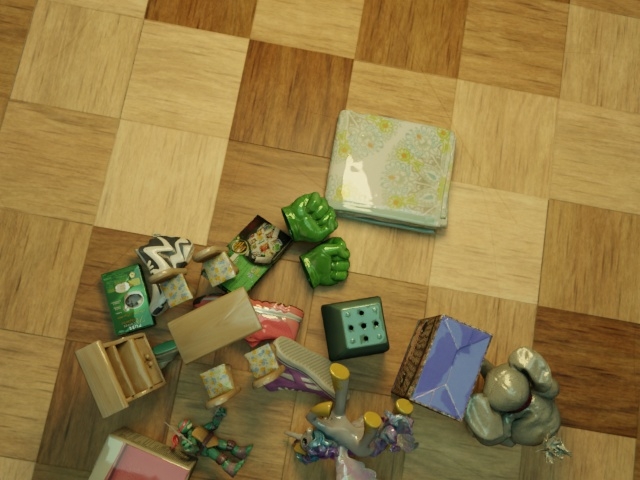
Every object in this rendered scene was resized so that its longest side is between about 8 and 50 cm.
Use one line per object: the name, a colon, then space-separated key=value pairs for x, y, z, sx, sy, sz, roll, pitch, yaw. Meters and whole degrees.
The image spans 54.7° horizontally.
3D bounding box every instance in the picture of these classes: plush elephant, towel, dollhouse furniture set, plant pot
plush elephant: x=0.494 y=0.409 z=1.621 sx=0.272 sy=0.330 sz=0.255 roll=-37 pitch=104 yaw=-2
towel: x=0.213 y=-0.203 z=1.848 sx=0.374 sy=0.090 sz=0.321 roll=11 pitch=77 yaw=-2
dollhouse furniture set: x=-0.349 y=0.254 z=1.535 sx=0.394 sy=0.256 sz=0.362 roll=-26 pitch=85 yaw=6
plant pot: x=0.102 y=0.238 z=1.686 sx=0.165 sy=0.234 sz=0.166 roll=-9 pitch=82 yaw=-5

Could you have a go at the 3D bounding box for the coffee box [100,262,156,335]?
coffee box: x=-0.543 y=0.168 z=1.753 sx=0.113 sy=0.040 sz=0.184 roll=-18 pitch=81 yaw=-6

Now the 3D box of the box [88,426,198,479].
box: x=-0.460 y=0.602 z=1.629 sx=0.232 sy=0.148 sz=0.127 roll=23 pitch=81 yaw=1

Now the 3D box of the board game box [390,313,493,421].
board game box: x=0.315 y=0.335 z=1.654 sx=0.141 sy=0.291 sz=0.232 roll=23 pitch=79 yaw=1

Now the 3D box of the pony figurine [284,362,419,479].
pony figurine: x=0.097 y=0.515 z=1.601 sx=0.351 sy=0.363 sz=0.303 roll=27 pitch=43 yaw=3

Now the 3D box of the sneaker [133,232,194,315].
sneaker: x=-0.469 y=0.084 z=1.747 sx=0.153 sy=0.094 sz=0.235 roll=21 pitch=79 yaw=1

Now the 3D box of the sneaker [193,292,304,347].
sneaker: x=-0.207 y=0.227 z=1.729 sx=0.313 sy=0.116 sz=0.136 roll=10 pitch=81 yaw=-2

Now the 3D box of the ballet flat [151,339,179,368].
ballet flat: x=-0.469 y=0.331 z=1.726 sx=0.213 sy=0.072 sz=0.068 roll=-15 pitch=109 yaw=-5

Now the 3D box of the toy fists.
toy fists: x=0.000 y=0.000 z=1.758 sx=0.142 sy=0.096 sz=0.279 roll=-24 pitch=104 yaw=-10

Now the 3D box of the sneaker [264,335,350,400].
sneaker: x=-0.059 y=0.387 z=1.733 sx=0.282 sy=0.102 sz=0.161 roll=37 pitch=118 yaw=-15

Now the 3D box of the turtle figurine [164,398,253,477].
turtle figurine: x=-0.304 y=0.532 z=1.673 sx=0.234 sy=0.118 sz=0.175 roll=34 pitch=39 yaw=1

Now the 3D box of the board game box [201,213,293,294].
board game box: x=-0.201 y=0.045 z=1.744 sx=0.136 sy=0.030 sz=0.260 roll=37 pitch=54 yaw=7
